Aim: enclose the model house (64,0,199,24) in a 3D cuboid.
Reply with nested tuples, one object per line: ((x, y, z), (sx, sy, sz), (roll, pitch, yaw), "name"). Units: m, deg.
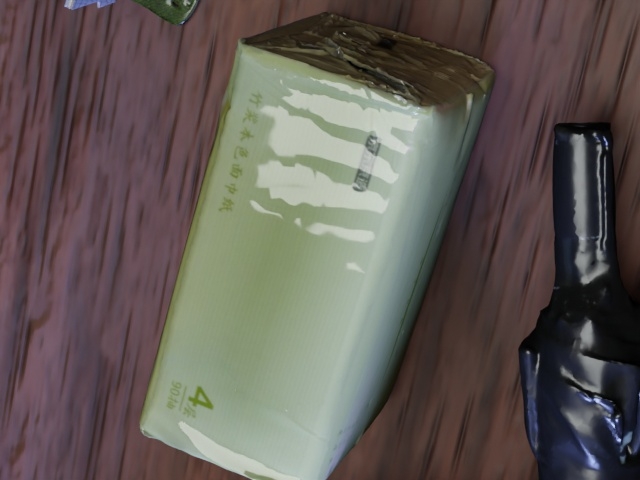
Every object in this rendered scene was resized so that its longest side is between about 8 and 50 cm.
((-0.113, -0.211, 0.898), (0.117, 0.088, 0.167), (28, 110, 9), "model house")

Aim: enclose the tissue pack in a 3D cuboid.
((0.000, 0.000, 0.877), (0.125, 0.159, 0.234), (20, 108, 12), "tissue pack")

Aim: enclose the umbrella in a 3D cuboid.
((0.151, 0.102, 0.880), (0.118, 0.118, 0.340), (0, 104, 18), "umbrella")
